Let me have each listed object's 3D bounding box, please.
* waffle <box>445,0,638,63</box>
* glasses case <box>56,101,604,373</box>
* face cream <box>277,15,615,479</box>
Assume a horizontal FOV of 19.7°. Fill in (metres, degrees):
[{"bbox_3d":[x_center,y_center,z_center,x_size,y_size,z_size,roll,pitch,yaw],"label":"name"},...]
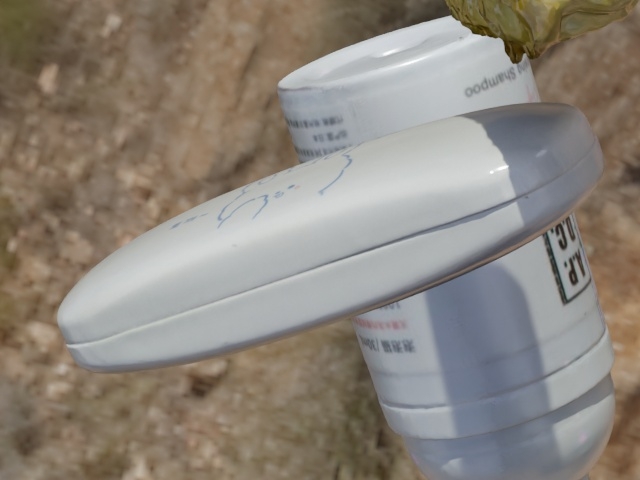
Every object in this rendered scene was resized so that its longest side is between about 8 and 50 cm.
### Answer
[{"bbox_3d":[0.045,-0.199,0.648,0.057,0.168,0.274,-17,97,-1],"label":"waffle"},{"bbox_3d":[0.000,0.000,0.730,0.233,0.092,0.059,-18,102,26],"label":"glasses case"},{"bbox_3d":[0.099,0.059,1.080,0.145,0.145,0.369,-9,107,39],"label":"face cream"}]
